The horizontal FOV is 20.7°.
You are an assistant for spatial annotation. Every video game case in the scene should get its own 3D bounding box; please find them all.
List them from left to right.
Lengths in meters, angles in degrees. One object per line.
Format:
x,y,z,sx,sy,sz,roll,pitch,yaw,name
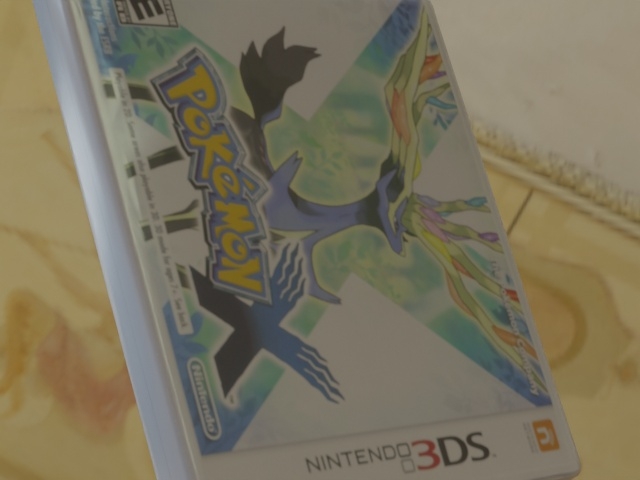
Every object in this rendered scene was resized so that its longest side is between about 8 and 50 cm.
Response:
0.000,0.000,1.017,0.036,0.300,0.329,-31,-111,43,video game case
